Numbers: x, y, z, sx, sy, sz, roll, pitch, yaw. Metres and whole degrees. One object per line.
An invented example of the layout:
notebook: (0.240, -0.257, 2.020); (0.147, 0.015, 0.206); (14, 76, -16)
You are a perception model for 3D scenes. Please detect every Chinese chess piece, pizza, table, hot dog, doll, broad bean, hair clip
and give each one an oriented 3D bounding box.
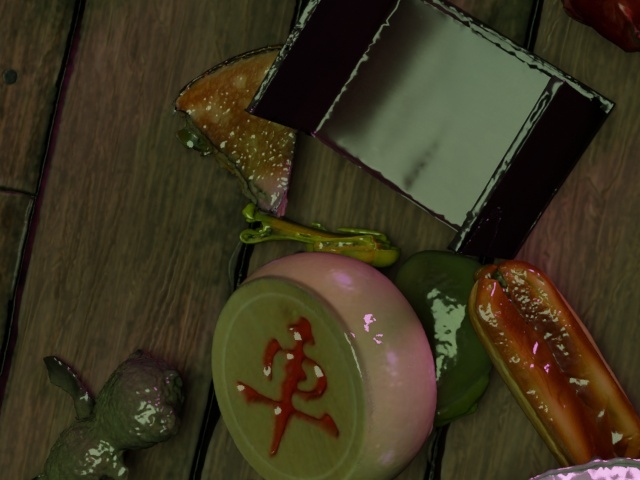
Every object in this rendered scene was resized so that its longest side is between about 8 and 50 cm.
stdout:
Chinese chess piece: (-0.002, 0.135, 1.755); (0.251, 0.097, 0.250); (13, 109, 43)
pizza: (-0.061, -0.108, 1.846); (0.185, 0.052, 0.195); (-20, 66, 16)
table: (0.111, -0.127, 1.687); (0.251, 0.282, 0.196); (35, 98, 15)
hot dog: (0.229, 0.129, 1.737); (0.100, 0.068, 0.249); (-33, 96, -15)
doll: (-0.254, 0.242, 1.881); (0.203, 0.091, 0.286); (24, 83, 48)
broad bean: (0.120, 0.099, 1.780); (0.124, 0.082, 0.174); (14, 92, 13)
hair clip: (0.000, 0.000, 1.825); (0.173, 0.072, 0.046); (13, 102, 20)

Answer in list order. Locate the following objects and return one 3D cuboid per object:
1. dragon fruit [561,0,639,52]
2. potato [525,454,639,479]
dragon fruit: (0.335, -0.266, 1.680); (0.274, 0.192, 0.193); (27, 100, 13)
potato: (0.266, 0.349, 1.681); (0.300, 0.196, 0.246); (6, 62, 0)
